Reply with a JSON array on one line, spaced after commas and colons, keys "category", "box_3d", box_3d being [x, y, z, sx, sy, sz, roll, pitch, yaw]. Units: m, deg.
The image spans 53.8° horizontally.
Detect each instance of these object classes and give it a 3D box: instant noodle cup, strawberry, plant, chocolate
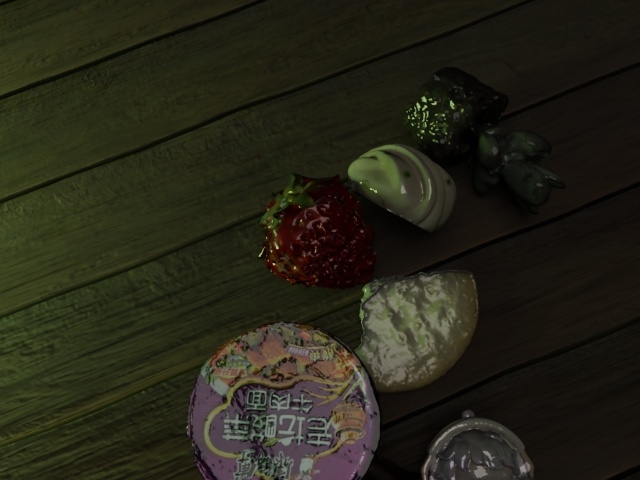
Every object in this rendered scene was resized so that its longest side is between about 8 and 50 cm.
[{"category": "instant noodle cup", "box_3d": [-0.044, 0.252, 0.891, 0.251, 0.190, 0.251, -1, 73, 2]}, {"category": "strawberry", "box_3d": [0.000, 0.000, 0.982, 0.201, 0.187, 0.184, 41, 63, -21]}, {"category": "plant", "box_3d": [0.267, -0.153, 1.023, 0.274, 0.149, 0.146, 42, 42, 8]}, {"category": "chocolate", "box_3d": [0.066, 0.360, 0.889, 0.080, 0.125, 0.148, 37, 86, 15]}]

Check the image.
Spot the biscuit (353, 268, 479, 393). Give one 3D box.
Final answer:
[{"category": "biscuit", "box_3d": [0.141, 0.132, 1.000, 0.265, 0.040, 0.188, -43, 79, -10]}]

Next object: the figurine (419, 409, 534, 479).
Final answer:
[{"category": "figurine", "box_3d": [0.219, 0.358, 0.877, 0.163, 0.141, 0.236, 7, 74, -1]}]

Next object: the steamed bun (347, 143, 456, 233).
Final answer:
[{"category": "steamed bun", "box_3d": [0.136, -0.088, 0.995, 0.183, 0.183, 0.106, 30, 97, 10]}]
